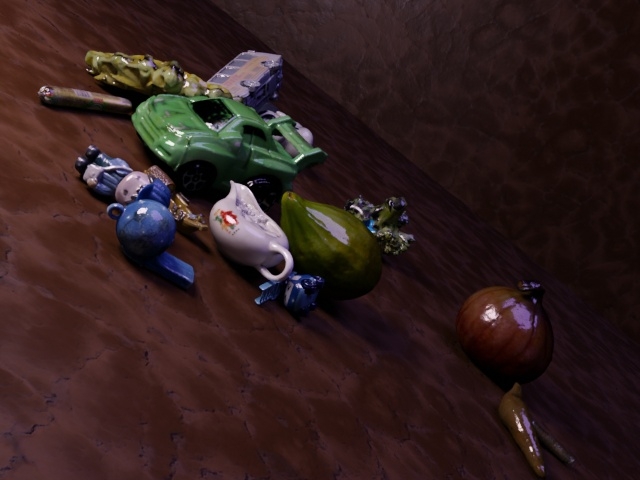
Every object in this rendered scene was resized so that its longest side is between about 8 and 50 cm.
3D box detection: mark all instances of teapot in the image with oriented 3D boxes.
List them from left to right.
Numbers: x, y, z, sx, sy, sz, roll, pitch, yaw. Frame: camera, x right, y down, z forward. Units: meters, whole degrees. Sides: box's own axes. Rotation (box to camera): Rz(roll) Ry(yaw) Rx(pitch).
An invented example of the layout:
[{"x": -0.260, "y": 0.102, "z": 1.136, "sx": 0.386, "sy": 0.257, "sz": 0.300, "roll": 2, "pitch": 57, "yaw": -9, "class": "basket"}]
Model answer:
[{"x": -0.116, "y": -0.004, "z": 1.366, "sx": 0.145, "sy": 0.092, "sz": 0.226, "roll": 14, "pitch": 26, "yaw": -50, "class": "teapot"}]

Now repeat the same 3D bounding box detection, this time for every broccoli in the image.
[{"x": 0.144, "y": -0.046, "z": 1.936, "sx": 0.154, "sy": 0.160, "sz": 0.167, "roll": -13, "pitch": 60, "yaw": -35, "class": "broccoli"}]

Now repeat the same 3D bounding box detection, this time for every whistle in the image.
[{"x": -0.229, "y": -0.006, "z": 1.152, "sx": 0.158, "sy": 0.090, "sz": 0.090, "roll": 32, "pitch": 18, "yaw": -23, "class": "whistle"}]

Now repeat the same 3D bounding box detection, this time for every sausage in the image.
[{"x": -0.418, "y": -0.252, "z": 1.481, "sx": 0.033, "sy": 0.033, "sz": 0.269, "roll": 43, "pitch": 17, "yaw": 13, "class": "sausage"}]

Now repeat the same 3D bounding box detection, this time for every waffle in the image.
[{"x": -0.313, "y": -0.315, "z": 1.692, "sx": 0.317, "sy": 0.073, "sz": 0.297, "roll": 17, "pitch": 1, "yaw": 30, "class": "waffle"}]

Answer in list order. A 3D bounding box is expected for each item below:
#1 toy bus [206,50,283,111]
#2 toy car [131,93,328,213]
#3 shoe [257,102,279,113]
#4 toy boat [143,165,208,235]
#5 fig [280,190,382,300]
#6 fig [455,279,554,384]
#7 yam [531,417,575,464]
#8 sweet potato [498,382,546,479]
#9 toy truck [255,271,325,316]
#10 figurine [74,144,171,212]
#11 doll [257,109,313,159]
[{"x": -0.187, "y": -0.366, "z": 1.990, "sx": 0.138, "sy": 0.097, "sz": 0.342, "roll": 10, "pitch": 31, "yaw": 10, "class": "toy bus"}, {"x": -0.176, "y": -0.182, "z": 1.567, "sx": 0.359, "sy": 0.176, "sz": 0.213, "roll": 19, "pitch": 25, "yaw": -48, "class": "toy car"}, {"x": -0.202, "y": -0.344, "z": 2.155, "sx": 0.195, "sy": 0.079, "sz": 0.078, "roll": 12, "pitch": -13, "yaw": -34, "class": "shoe"}, {"x": -0.239, "y": -0.062, "z": 1.334, "sx": 0.149, "sy": 0.049, "sz": 0.047, "roll": 45, "pitch": 17, "yaw": 18, "class": "toy boat"}, {"x": 0.000, "y": 0.016, "z": 1.463, "sx": 0.233, "sy": 0.167, "sz": 0.167, "roll": 22, "pitch": 22, "yaw": -24, "class": "fig"}, {"x": 0.416, "y": 0.202, "z": 1.803, "sx": 0.235, "sy": 0.214, "sz": 0.235, "roll": 56, "pitch": -3, "yaw": 4, "class": "fig"}, {"x": 0.451, "y": 0.403, "z": 1.643, "sx": 0.129, "sy": 0.033, "sz": 0.027, "roll": 44, "pitch": -11, "yaw": 0, "class": "yam"}, {"x": 0.380, "y": 0.353, "z": 1.568, "sx": 0.069, "sy": 0.059, "sz": 0.249, "roll": 46, "pitch": 17, "yaw": -23, "class": "sweet potato"}, {"x": -0.048, "y": 0.088, "z": 1.343, "sx": 0.074, "sy": 0.063, "sz": 0.136, "roll": 23, "pitch": 14, "yaw": 14, "class": "toy truck"}, {"x": -0.297, "y": -0.079, "z": 1.234, "sx": 0.149, "sy": 0.086, "sz": 0.087, "roll": 31, "pitch": -26, "yaw": 12, "class": "figurine"}, {"x": -0.105, "y": -0.265, "z": 2.055, "sx": 0.181, "sy": 0.107, "sz": 0.110, "roll": 24, "pitch": 12, "yaw": -43, "class": "doll"}]
